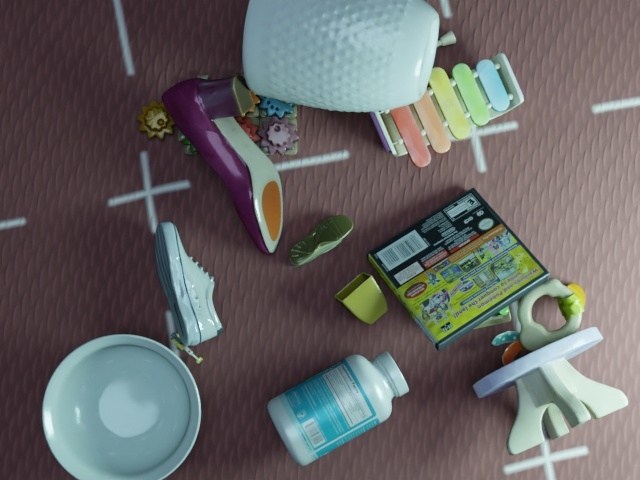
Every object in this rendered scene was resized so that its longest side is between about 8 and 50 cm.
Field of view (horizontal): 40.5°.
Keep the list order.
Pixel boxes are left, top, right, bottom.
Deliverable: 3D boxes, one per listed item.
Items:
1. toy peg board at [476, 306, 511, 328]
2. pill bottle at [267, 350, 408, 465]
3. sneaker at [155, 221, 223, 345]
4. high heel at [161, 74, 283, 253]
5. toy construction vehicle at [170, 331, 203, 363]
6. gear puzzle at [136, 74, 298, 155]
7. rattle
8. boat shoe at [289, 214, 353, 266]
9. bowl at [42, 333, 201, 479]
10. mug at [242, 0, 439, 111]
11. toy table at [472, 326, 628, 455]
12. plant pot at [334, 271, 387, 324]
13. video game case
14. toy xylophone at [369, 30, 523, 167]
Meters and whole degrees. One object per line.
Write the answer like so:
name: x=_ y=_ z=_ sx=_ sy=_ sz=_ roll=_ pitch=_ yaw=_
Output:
toy peg board: x=0.306 y=0.103 z=1.785 sx=0.161 sy=0.079 sz=0.161 roll=-11 pitch=86 yaw=-5
pill bottle: x=0.039 y=0.322 z=1.716 sx=0.264 sy=0.146 sz=0.146 roll=-28 pitch=87 yaw=-6
sneaker: x=-0.268 y=0.083 z=1.761 sx=0.091 sy=0.094 sz=0.258 roll=-13 pitch=85 yaw=-30
high heel: x=-0.194 y=-0.147 z=1.766 sx=0.181 sy=0.127 sz=0.377 roll=-5 pitch=105 yaw=27
toy construction vehicle: x=-0.300 y=0.233 z=1.761 sx=0.086 sy=0.035 sz=0.098 roll=-44 pitch=88 yaw=-6
gear puzzle: x=-0.214 y=-0.264 z=1.806 sx=0.339 sy=0.044 sz=0.175 roll=0 pitch=85 yaw=-3
rattle: x=0.450 y=0.166 z=1.794 sx=0.130 sy=0.143 sz=0.200 roll=34 pitch=108 yaw=-3
boat shoe: x=0.001 y=0.002 z=1.799 sx=0.153 sy=0.048 sz=0.056 roll=-38 pitch=76 yaw=-12
bowl: x=-0.379 y=0.330 z=1.698 sx=0.298 sy=0.134 sz=0.298 roll=0 pitch=85 yaw=-3
mug: x=0.066 y=-0.413 z=1.714 sx=0.328 sy=0.374 sz=0.276 roll=14 pitch=128 yaw=12
toy table: x=0.458 y=0.299 z=1.707 sx=0.274 sy=0.252 sz=0.161 roll=-26 pitch=71 yaw=5
plant pot: x=0.091 y=0.124 z=1.773 sx=0.081 sy=0.081 sz=0.083 roll=-41 pitch=100 yaw=-6
video game case: x=0.275 y=0.053 z=1.752 sx=0.275 sy=0.035 sz=0.248 roll=-31 pitch=63 yaw=-11
toy xylophone: x=0.245 y=-0.305 z=1.817 sx=0.322 sy=0.081 sz=0.236 roll=-31 pitch=87 yaw=-6
